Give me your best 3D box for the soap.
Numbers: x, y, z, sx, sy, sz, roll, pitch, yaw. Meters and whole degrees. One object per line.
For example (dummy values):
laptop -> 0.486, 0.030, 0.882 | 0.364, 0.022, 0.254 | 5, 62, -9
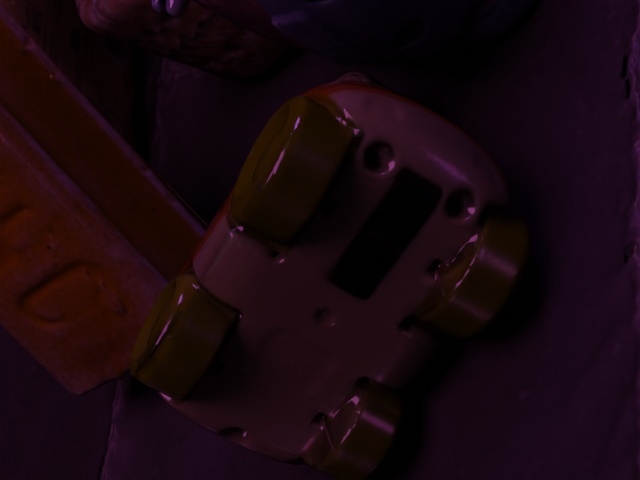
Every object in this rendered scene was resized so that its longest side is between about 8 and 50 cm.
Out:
soap -> -0.206, -0.029, 0.884 | 0.173, 0.274, 0.089 | -31, 17, 41

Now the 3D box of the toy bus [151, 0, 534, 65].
toy bus -> 0.005, -0.250, 0.749 | 0.232, 0.197, 0.294 | 8, 81, 46

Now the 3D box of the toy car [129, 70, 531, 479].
toy car -> 0.000, 0.000, 0.731 | 0.235, 0.145, 0.235 | -54, 16, 24

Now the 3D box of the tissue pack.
tissue pack -> -0.236, -0.127, 1.058 | 0.090, 0.186, 0.222 | -31, 47, 29

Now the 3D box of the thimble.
thimble -> -0.086, -0.239, 0.951 | 0.196, 0.148, 0.229 | -49, 36, 30
